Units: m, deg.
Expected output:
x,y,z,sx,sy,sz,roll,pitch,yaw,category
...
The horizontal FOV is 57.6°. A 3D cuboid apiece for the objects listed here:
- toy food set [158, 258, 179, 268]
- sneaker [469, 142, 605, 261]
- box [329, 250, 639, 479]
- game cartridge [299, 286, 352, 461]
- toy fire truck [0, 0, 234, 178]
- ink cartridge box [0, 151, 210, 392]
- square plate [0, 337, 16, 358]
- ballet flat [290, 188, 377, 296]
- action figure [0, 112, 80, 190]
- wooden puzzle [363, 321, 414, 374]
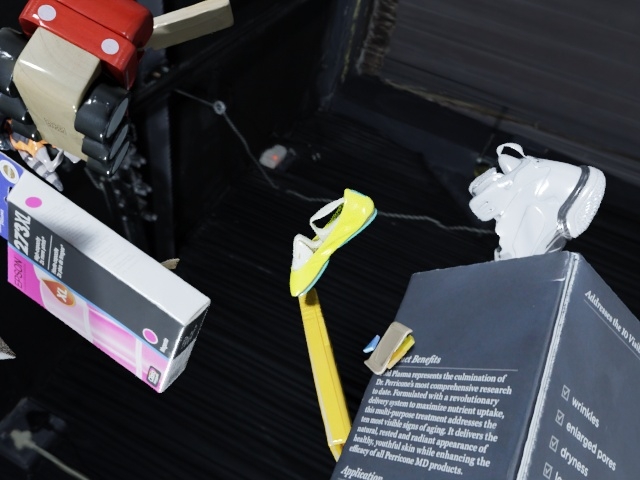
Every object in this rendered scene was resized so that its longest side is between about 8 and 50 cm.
x,y,z,sx,sy,sz,roll,pitch,yaw,category
-0.381,0.127,1.268,0.132,0.038,0.192,-9,-41,-48,toy food set
0.366,-0.009,1.137,0.137,0.210,0.365,-58,-9,-64,sneaker
0.292,0.350,0.790,0.297,0.480,0.471,-12,44,53,box
0.023,0.301,1.225,0.285,0.053,0.323,76,-179,-57,game cartridge
-0.206,-0.206,0.625,0.246,0.158,0.217,-67,13,-14,toy fire truck
-0.330,0.043,0.801,0.069,0.371,0.175,-46,-11,-47,ink cartridge box
-0.769,0.111,1.153,0.049,0.344,0.347,-43,1,-21,square plate
0.000,0.000,1.024,0.231,0.077,0.077,-48,20,21,ballet flat
-0.773,-0.247,1.403,0.341,0.330,0.178,-81,17,-64,action figure
0.091,0.142,0.770,0.078,0.014,0.116,-51,9,2,wooden puzzle
